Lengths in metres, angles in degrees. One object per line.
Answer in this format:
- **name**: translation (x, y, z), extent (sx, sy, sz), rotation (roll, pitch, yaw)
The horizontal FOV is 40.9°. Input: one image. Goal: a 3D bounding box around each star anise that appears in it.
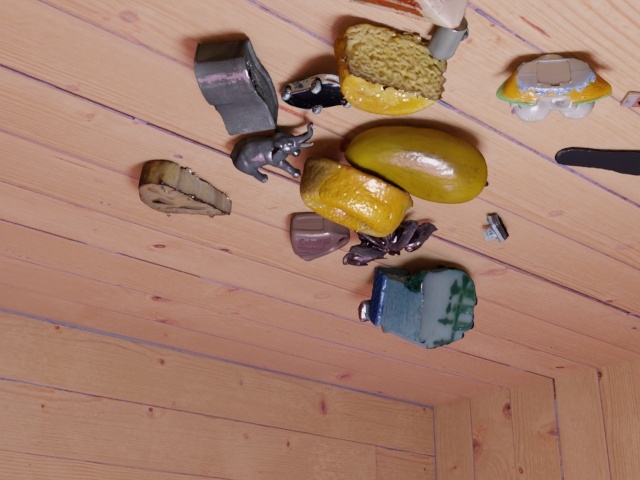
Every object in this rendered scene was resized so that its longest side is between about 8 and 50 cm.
- **star anise**: translation (0.189, -0.003, 2.409), extent (0.283, 0.129, 0.212), rotation (-15, 158, 14)

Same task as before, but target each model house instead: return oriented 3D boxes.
- **model house**: translation (0.283, 0.185, 2.753), extent (0.329, 0.251, 0.295), rotation (9, -168, 44)

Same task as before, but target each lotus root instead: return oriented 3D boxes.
- **lotus root**: translation (-0.369, -0.120, 2.214), extent (0.170, 0.074, 0.261), rotation (-11, 155, 27)

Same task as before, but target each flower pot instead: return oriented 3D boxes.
- **flower pot**: translation (-0.166, -0.312, 1.741), extent (0.108, 0.103, 0.229), rotation (-5, 154, 13)

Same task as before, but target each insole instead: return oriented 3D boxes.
- **insole**: translation (0.720, -0.192, 2.089), extent (0.310, 0.012, 0.110), rotation (4, 157, -6)

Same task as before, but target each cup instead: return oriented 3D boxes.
- **cup**: translation (0.251, -0.386, 1.622), extent (0.075, 0.054, 0.083), rotation (7, 153, -11)

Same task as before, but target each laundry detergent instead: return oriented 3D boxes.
- **laundry detergent**: translation (0.000, 0.000, 2.466), extent (0.171, 0.076, 0.237), rotation (-1, 156, 3)

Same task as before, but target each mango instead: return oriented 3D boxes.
- **mango**: translation (0.233, -0.182, 1.973), extent (0.332, 0.142, 0.195), rotation (17, 151, -17)

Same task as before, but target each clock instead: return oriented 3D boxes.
- **clock**: translation (0.474, -0.301, 1.746), extent (0.231, 0.103, 0.144), rotation (0, 157, 8)

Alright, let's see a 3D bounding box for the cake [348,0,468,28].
- **cake**: translation (0.120, -0.418, 1.427), extent (0.262, 0.159, 0.158), rotation (-14, 155, 33)

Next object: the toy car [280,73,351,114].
- **toy car**: translation (-0.008, -0.307, 1.782), extent (0.095, 0.056, 0.205), rotation (19, 172, -32)

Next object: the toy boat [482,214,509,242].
- **toy boat**: translation (0.487, -0.026, 2.410), extent (0.066, 0.059, 0.140), rotation (-22, 151, 17)

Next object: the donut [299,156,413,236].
- **donut**: translation (0.075, -0.098, 2.070), extent (0.303, 0.110, 0.303), rotation (22, 174, 2)

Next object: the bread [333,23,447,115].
- **bread**: translation (0.121, -0.319, 1.666), extent (0.229, 0.143, 0.139), rotation (14, 152, -22)

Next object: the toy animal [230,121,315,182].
- **toy animal**: translation (-0.094, -0.205, 2.001), extent (0.270, 0.082, 0.137), rotation (-14, 153, 31)

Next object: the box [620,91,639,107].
- **box**: translation (0.693, -0.301, 1.846), extent (0.083, 0.012, 0.046), rotation (1, 157, -5)
